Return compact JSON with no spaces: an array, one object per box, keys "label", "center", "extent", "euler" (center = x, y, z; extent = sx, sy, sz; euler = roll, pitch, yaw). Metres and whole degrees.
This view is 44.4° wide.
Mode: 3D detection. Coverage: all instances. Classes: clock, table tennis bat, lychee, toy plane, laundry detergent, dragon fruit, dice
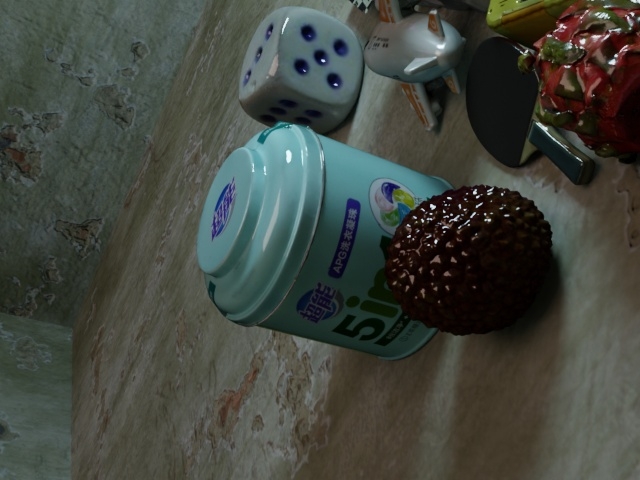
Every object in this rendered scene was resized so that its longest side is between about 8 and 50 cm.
[{"label":"clock","center":[0.301,-0.318,0.945],"extent":[0.202,0.096,0.144],"euler":[6,82,65]},{"label":"table tennis bat","center":[0.252,-0.153,0.979],"extent":[0.274,0.021,0.154],"euler":[-120,28,-48]},{"label":"lychee","center":[0.164,0.020,0.918],"extent":[0.188,0.188,0.188],"euler":[-42,39,47]},{"label":"toy plane","center":[0.132,-0.279,1.162],"extent":[0.245,0.117,0.245],"euler":[59,169,19]},{"label":"laundry detergent","center":[0.000,0.000,1.110],"extent":[0.287,0.305,0.287],"euler":[-41,40,47]},{"label":"dragon fruit","center":[0.296,-0.169,0.818],"extent":[0.172,0.160,0.167],"euler":[-107,9,-53]},{"label":"dice","center":[-0.039,-0.324,1.524],"extent":[0.193,0.194,0.192],"euler":[-13,64,59]}]

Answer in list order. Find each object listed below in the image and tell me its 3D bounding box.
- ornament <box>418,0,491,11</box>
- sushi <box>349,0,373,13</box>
[{"label":"ornament","center":[0.153,-0.512,1.199],"extent":[0.240,0.239,0.240],"euler":[-68,25,10]},{"label":"sushi","center":[0.122,-0.528,1.506],"extent":[0.193,0.040,0.210],"euler":[-57,26,15]}]
